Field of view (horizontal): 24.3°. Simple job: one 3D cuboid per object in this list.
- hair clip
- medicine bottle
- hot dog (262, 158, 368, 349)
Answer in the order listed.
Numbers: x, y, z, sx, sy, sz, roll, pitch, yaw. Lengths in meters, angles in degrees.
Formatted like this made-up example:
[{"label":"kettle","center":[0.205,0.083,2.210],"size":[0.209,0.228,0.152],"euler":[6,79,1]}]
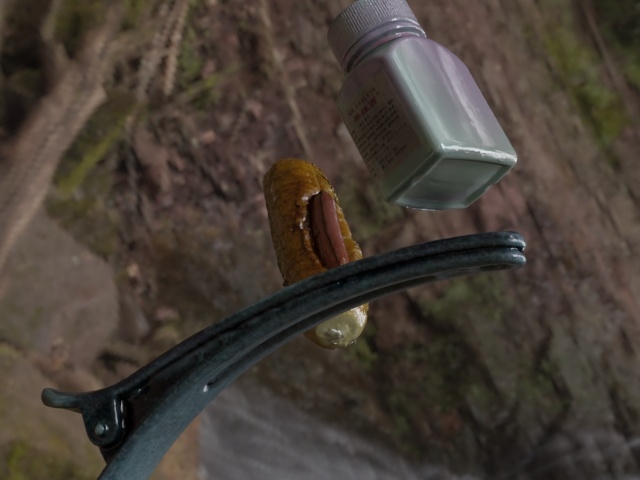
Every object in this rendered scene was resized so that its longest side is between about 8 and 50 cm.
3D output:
[{"label":"hair clip","center":[-0.022,0.052,0.781],"size":[0.048,0.275,0.083],"euler":[35,27,-62]},{"label":"medicine bottle","center":[0.050,-0.078,0.831],"size":[0.074,0.055,0.118],"euler":[0,55,-46]},{"label":"hot dog","center":[0.000,0.000,1.081],"size":[0.066,0.047,0.216],"euler":[22,27,-20]}]
